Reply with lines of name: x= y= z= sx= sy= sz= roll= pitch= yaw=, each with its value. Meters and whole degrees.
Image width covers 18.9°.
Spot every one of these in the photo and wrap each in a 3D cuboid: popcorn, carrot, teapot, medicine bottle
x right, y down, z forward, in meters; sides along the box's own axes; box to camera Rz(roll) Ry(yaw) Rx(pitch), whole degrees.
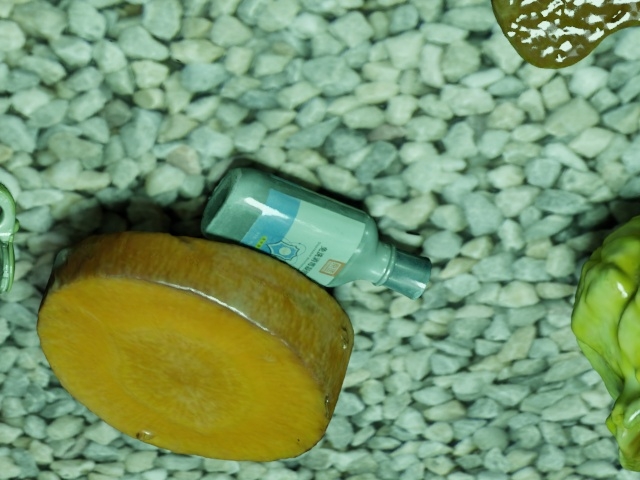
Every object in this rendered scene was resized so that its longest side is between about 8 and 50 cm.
popcorn: x=0.349 y=0.098 z=1.695 sx=0.258 sy=0.270 sz=0.224 roll=-9 pitch=173 yaw=-33
carrot: x=-0.119 y=0.095 z=1.772 sx=0.307 sy=0.100 sz=0.258 roll=31 pitch=138 yaw=-30
teapot: x=-0.316 y=0.010 z=1.726 sx=0.091 sy=0.092 sz=0.124 roll=-2 pitch=145 yaw=-21
medicine bottle: x=0.000 y=0.000 z=1.727 sx=0.208 sy=0.053 sz=0.090 roll=21 pitch=135 yaw=-18

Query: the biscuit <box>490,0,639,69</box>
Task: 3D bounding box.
biscuit: x=0.332 y=-0.257 z=1.445 sx=0.432 sy=0.064 sz=0.283 roll=-8 pitch=126 yaw=7
